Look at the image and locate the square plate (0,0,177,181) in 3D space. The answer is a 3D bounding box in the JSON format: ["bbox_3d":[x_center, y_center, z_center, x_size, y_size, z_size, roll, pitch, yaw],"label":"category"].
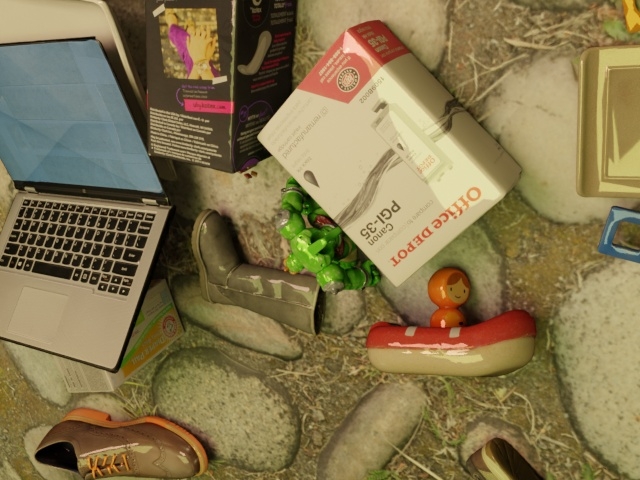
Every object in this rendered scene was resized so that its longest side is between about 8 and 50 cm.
[{"bbox_3d":[-0.399,-0.255,1.094,0.347,0.049,0.344,17,148,19],"label":"square plate"}]

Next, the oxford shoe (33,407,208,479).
[{"bbox_3d":[-0.386,0.419,1.379,0.364,0.133,0.129,-1,108,26],"label":"oxford shoe"}]

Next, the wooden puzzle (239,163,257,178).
[{"bbox_3d":[-0.127,-0.123,1.089,0.083,0.049,0.006,34,121,9],"label":"wooden puzzle"}]

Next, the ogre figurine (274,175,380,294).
[{"bbox_3d":[0.000,0.000,1.036,0.097,0.118,0.197,-15,102,30],"label":"ogre figurine"}]

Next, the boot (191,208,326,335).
[{"bbox_3d":[-0.094,0.051,1.128,0.209,0.076,0.189,15,130,28],"label":"boot"}]

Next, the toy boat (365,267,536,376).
[{"bbox_3d":[0.181,0.112,1.000,0.231,0.151,0.151,-3,79,27],"label":"toy boat"}]

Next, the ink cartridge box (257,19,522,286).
[{"bbox_3d":[0.091,-0.113,0.947,0.283,0.117,0.207,47,122,3],"label":"ink cartridge box"}]

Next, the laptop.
[{"bbox_3d":[-0.444,-0.056,1.080,0.382,0.236,0.407,7,74,33],"label":"laptop"}]

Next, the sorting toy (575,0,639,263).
[{"bbox_3d":[0.402,-0.140,0.831,0.196,0.047,0.347,2,111,21],"label":"sorting toy"}]

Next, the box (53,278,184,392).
[{"bbox_3d":[-0.341,0.157,1.213,0.103,0.203,0.114,-8,108,28],"label":"box"}]

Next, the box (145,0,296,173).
[{"bbox_3d":[-0.133,-0.248,0.975,0.143,0.165,0.270,15,115,21],"label":"box"}]

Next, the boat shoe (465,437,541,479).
[{"bbox_3d":[0.307,0.400,1.074,0.223,0.080,0.073,51,128,6],"label":"boat shoe"}]
